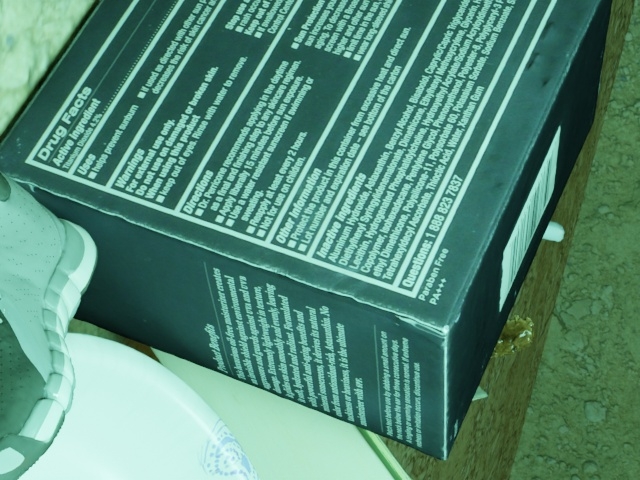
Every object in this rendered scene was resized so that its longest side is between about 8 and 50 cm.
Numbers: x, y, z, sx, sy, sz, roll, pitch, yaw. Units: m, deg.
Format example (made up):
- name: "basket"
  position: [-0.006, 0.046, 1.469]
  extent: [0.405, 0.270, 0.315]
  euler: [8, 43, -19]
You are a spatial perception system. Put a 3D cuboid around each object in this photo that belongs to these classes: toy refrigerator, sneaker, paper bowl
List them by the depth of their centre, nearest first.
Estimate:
- name: "sneaker"
  position: [-0.189, 0.027, 0.703]
  extent: [0.132, 0.086, 0.228]
  euler: [49, 16, -25]
- name: "paper bowl"
  position: [-0.158, 0.208, 0.820]
  extent: [0.148, 0.284, 0.284]
  euler: [-32, -174, 33]
- name: "toy refrigerator"
  position: [-0.035, 0.106, 1.000]
  extent: [0.094, 0.269, 0.102]
  euler: [-39, 160, 3]

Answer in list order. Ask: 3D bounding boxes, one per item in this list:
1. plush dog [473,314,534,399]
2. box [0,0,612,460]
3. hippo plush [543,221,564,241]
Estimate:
- name: "plush dog"
  position: [0.100, 0.042, 1.522]
  extent: [0.225, 0.211, 0.262]
  euler: [65, 29, -23]
- name: "box"
  position: [0.001, -0.064, 0.906]
  extent: [0.182, 0.294, 0.296]
  euler: [83, 31, -57]
- name: "hippo plush"
  position: [0.000, 0.000, 1.211]
  extent: [0.294, 0.234, 0.236]
  euler: [-17, 156, -51]
